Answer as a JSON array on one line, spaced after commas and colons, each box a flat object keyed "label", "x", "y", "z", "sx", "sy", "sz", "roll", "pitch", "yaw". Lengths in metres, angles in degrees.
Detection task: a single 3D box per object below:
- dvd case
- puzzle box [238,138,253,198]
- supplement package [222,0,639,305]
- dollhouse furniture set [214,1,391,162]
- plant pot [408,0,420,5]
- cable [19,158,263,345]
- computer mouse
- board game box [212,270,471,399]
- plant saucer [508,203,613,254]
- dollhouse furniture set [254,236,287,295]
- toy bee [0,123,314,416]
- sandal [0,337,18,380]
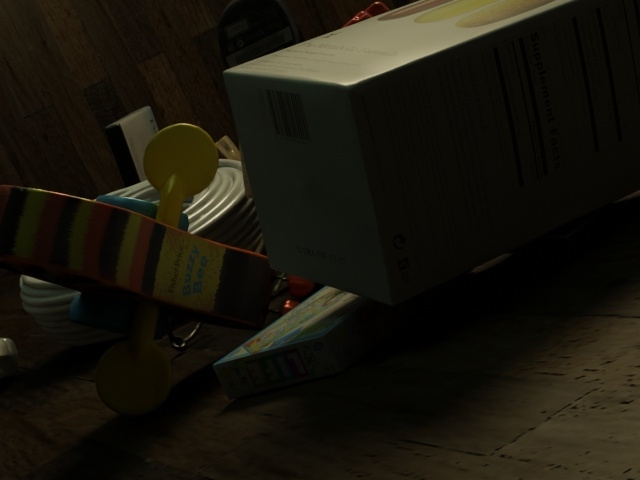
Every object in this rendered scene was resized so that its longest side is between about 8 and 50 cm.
[{"label": "dvd case", "x": -0.212, "y": -0.073, "z": 2.063, "sx": 0.022, "sy": 0.180, "sz": 0.253, "roll": -19, "pitch": 8, "yaw": 5}, {"label": "puzzle box", "x": 0.098, "y": -0.104, "z": 1.416, "sx": 0.272, "sy": 0.052, "sz": 0.409, "roll": -5, "pitch": 11, "yaw": 9}, {"label": "supplement package", "x": 0.087, "y": -0.075, "z": 1.006, "sx": 0.244, "sy": 0.133, "sz": 0.139, "roll": -24, "pitch": 22, "yaw": -30}, {"label": "dollhouse furniture set", "x": -0.021, "y": -0.111, "z": 1.960, "sx": 0.374, "sy": 0.152, "sz": 0.201, "roll": -40, "pitch": 4, "yaw": 15}, {"label": "plant pot", "x": 0.176, "y": -0.274, "z": 1.503, "sx": 0.215, "sy": 0.230, "sz": 0.215, "roll": -5, "pitch": 12, "yaw": 1}, {"label": "cable", "x": -0.166, "y": 0.012, "z": 1.570, "sx": 0.257, "sy": 0.089, "sz": 0.257, "roll": -25, "pitch": 19, "yaw": -3}, {"label": "computer mouse", "x": -0.065, "y": -0.136, "z": 1.824, "sx": 0.184, "sy": 0.262, "sz": 0.060, "roll": -29, "pitch": -11, "yaw": 20}, {"label": "board game box", "x": 0.016, "y": 0.049, "z": 1.050, "sx": 0.103, "sy": 0.026, "sz": 0.154, "roll": -19, "pitch": 10, "yaw": 44}, {"label": "plant saucer", "x": 0.092, "y": -0.010, "z": 1.055, "sx": 0.192, "sy": 0.018, "sz": 0.067, "roll": 0, "pitch": 23, "yaw": 37}, {"label": "dollhouse furniture set", "x": 0.000, "y": 0.000, "z": 1.361, "sx": 0.081, "sy": 0.091, "sz": 0.114, "roll": -20, "pitch": 38, "yaw": 51}, {"label": "toy bee", "x": -0.093, "y": 0.015, "z": 1.160, "sx": 0.162, "sy": 0.195, "sz": 0.298, "roll": 6, "pitch": 11, "yaw": 27}, {"label": "sandal", "x": -0.397, "y": 0.156, "z": 1.468, "sx": 0.169, "sy": 0.102, "sz": 0.416, "roll": -6, "pitch": 2, "yaw": 25}]
